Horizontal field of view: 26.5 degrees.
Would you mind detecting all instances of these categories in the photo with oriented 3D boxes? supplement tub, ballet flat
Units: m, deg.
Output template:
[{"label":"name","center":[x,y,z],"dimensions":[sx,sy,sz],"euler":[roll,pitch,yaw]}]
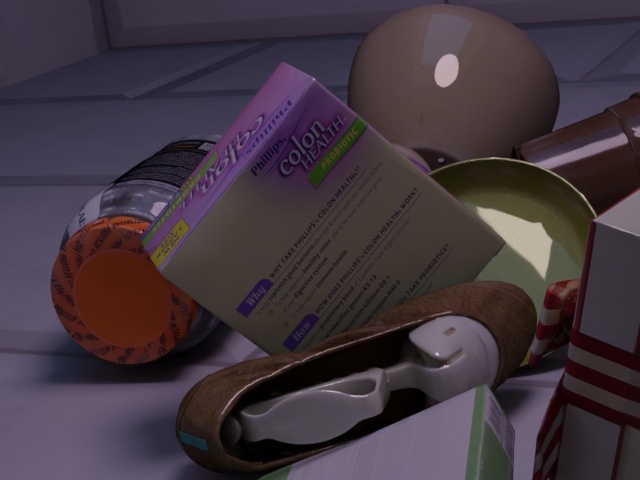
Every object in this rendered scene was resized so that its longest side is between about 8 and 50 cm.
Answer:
[{"label":"supplement tub","center":[-0.165,0.007,1.501],"dimensions":[0.194,0.193,0.316],"euler":[-3,17,15]},{"label":"ballet flat","center":[0.047,0.121,1.150],"dimensions":[0.342,0.116,0.124],"euler":[-14,7,-13]}]

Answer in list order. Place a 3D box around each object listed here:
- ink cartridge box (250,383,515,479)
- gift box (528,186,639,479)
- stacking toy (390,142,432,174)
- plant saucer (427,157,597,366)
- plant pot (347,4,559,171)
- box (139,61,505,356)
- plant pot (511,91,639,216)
[{"label":"ink cartridge box","center":[0.029,0.202,1.022],"dimensions":[0.235,0.056,0.171],"euler":[-27,12,16]},{"label":"gift box","center":[0.294,0.097,0.927],"dimensions":[0.258,0.276,0.255],"euler":[23,28,31]},{"label":"stacking toy","center":[0.112,0.002,1.539],"dimensions":[0.141,0.141,0.330],"euler":[-11,24,-11]},{"label":"plant saucer","center":[0.164,0.028,1.352],"dimensions":[0.241,0.037,0.241],"euler":[-6,60,11]},{"label":"plant pot","center":[0.157,-0.137,1.771],"dimensions":[0.284,0.284,0.191],"euler":[-1,45,22]},{"label":"box","center":[0.000,0.000,1.236],"dimensions":[0.213,0.243,0.117],"euler":[-51,22,2]},{"label":"plant pot","center":[0.326,-0.078,1.636],"dimensions":[0.165,0.167,0.167],"euler":[-15,17,-1]}]
